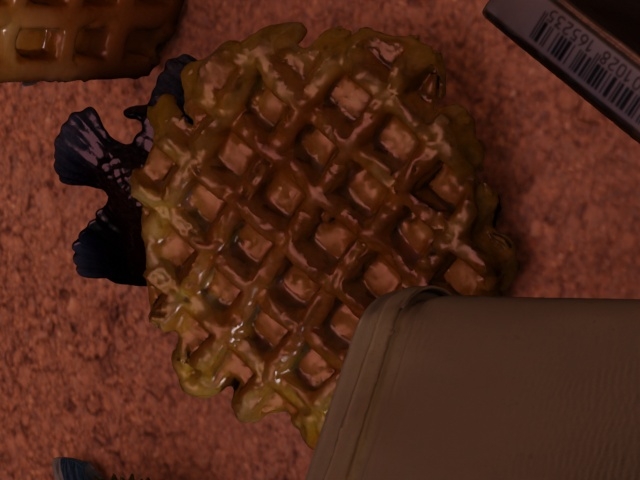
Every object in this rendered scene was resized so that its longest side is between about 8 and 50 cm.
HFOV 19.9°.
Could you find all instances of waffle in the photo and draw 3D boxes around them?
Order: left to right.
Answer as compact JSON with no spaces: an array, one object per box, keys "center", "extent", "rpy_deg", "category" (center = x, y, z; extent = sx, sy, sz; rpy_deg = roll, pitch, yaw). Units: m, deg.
[{"center":[-0.225,-0.228,1.381],"extent":[0.098,0.327,0.224],"rpy_deg":[27,111,31],"category":"waffle"},{"center":[0.000,0.000,1.345],"extent":[0.302,0.068,0.325],"rpy_deg":[-5,104,26],"category":"waffle"}]

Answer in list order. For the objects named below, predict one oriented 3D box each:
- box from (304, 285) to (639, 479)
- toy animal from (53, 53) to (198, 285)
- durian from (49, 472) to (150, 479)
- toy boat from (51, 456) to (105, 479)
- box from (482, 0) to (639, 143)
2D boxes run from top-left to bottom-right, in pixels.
[{"center":[0.231,0.167,1.023],"extent":[0.343,0.352,0.177],"rpy_deg":[-4,58,39],"category":"box"},{"center":[-0.121,-0.030,1.457],"extent":[0.179,0.116,0.218],"rpy_deg":[44,115,29],"category":"toy animal"},{"center":[-0.162,0.296,1.498],"extent":[0.237,0.176,0.200],"rpy_deg":[30,119,40],"category":"durian"},{"center":[-0.225,0.266,1.641],"extent":[0.105,0.034,0.149],"rpy_deg":[41,120,31],"category":"toy boat"},{"center":[0.258,-0.050,1.079],"extent":[0.325,0.180,0.047],"rpy_deg":[44,112,28],"category":"box"}]
